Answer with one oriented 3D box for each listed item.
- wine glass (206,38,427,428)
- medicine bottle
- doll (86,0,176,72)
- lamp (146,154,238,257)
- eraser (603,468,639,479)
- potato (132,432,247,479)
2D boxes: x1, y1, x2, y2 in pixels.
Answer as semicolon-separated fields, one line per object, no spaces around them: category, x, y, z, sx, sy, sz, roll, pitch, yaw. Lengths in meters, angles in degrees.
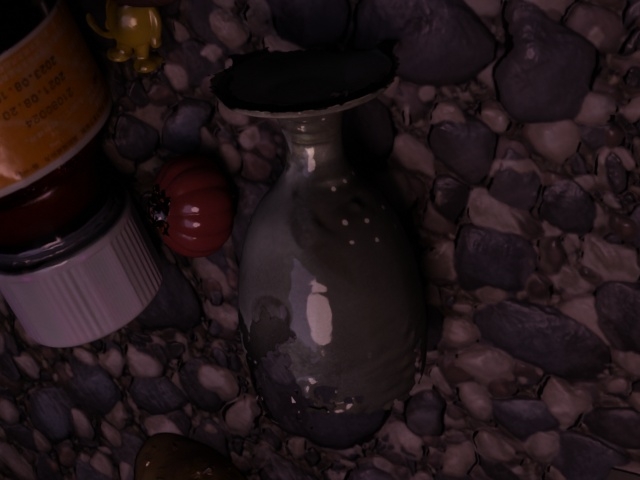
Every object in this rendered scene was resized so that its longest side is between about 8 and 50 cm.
wine glass;0.004;-0.004;1.379;0.190;0.190;0.357;10;119;28
medicine bottle;-0.317;-0.081;1.503;0.242;0.242;0.395;5;130;31
doll;-0.191;-0.259;1.400;0.145;0.096;0.188;41;143;11
lamp;-0.132;-0.036;1.502;0.107;0.092;0.107;38;133;55
eraser;0.355;0.301;1.363;0.230;0.157;0.038;11;128;27
potato;-0.160;0.285;1.733;0.172;0.100;0.089;31;126;16
